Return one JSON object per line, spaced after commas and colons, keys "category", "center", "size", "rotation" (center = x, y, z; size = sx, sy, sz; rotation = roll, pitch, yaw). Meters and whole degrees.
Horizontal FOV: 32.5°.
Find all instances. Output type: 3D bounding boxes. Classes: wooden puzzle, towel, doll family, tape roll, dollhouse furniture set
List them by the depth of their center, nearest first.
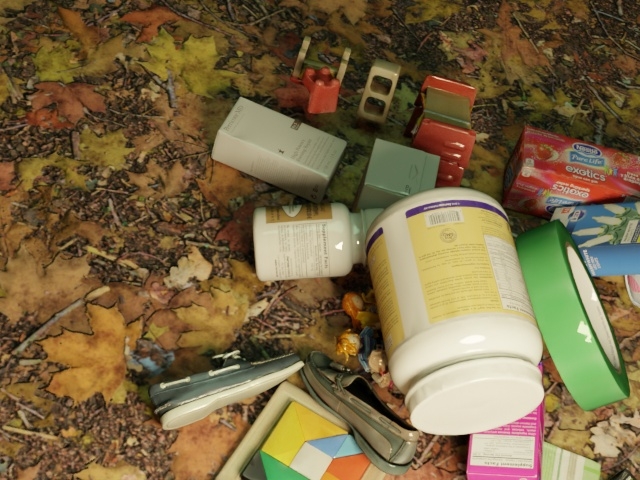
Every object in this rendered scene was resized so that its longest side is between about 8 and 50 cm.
{"category": "wooden puzzle", "center": [-0.018, 0.349, 1.713], "size": [0.221, 0.044, 0.238], "rotation": [29, 50, 10]}
{"category": "towel", "center": [0.383, 0.391, 1.808], "size": [0.152, 0.023, 0.113], "rotation": [22, 51, 0]}
{"category": "tape roll", "center": [0.427, 0.125, 1.857], "size": [0.077, 0.321, 0.321], "rotation": [-24, 50, 19]}
{"category": "doll family", "center": [0.105, 0.165, 1.860], "size": [0.163, 0.118, 0.263], "rotation": [21, 46, -21]}
{"category": "dollhouse furniture set", "center": [0.113, -0.241, 2.141], "size": [0.374, 0.152, 0.201], "rotation": [16, 37, -1]}

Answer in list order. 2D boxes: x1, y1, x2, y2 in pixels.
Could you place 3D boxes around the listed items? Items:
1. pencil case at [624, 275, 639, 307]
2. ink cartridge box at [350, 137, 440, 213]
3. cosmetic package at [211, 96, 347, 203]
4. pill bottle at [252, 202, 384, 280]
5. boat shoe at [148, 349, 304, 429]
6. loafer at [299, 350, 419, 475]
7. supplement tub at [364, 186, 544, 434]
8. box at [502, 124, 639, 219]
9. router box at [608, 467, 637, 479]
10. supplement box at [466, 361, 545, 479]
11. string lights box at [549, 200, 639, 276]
{"category": "pencil case", "center": [0.719, 0.060, 2.101], "size": [0.273, 0.124, 0.113], "rotation": [-8, 54, -20]}
{"category": "ink cartridge box", "center": [0.130, -0.074, 2.013], "size": [0.127, 0.176, 0.128], "rotation": [17, 49, -2]}
{"category": "cosmetic package", "center": [-0.078, -0.173, 2.100], "size": [0.231, 0.085, 0.117], "rotation": [23, 48, 3]}
{"category": "pill bottle", "center": [0.000, 0.000, 1.917], "size": [0.229, 0.131, 0.131], "rotation": [-4, 51, -1]}
{"category": "boat shoe", "center": [-0.149, 0.222, 1.753], "size": [0.254, 0.095, 0.079], "rotation": [-21, 70, -18]}
{"category": "loafer", "center": [0.068, 0.255, 1.755], "size": [0.096, 0.084, 0.267], "rotation": [0, 35, -43]}
{"category": "supplement tub", "center": [0.209, 0.110, 1.714], "size": [0.241, 0.241, 0.331], "rotation": [0, 57, -15]}
{"category": "box", "center": [0.502, -0.116, 2.182], "size": [0.257, 0.128, 0.122], "rotation": [14, 49, -3]}
{"category": "router box", "center": [0.483, 0.440, 1.767], "size": [0.122, 0.038, 0.092], "rotation": [-34, 79, -35]}
{"category": "supplement box", "center": [0.301, 0.311, 1.768], "size": [0.114, 0.111, 0.220], "rotation": [1, 48, 15]}
{"category": "string lights box", "center": [0.550, -0.002, 2.042], "size": [0.260, 0.076, 0.133], "rotation": [-4, 38, 36]}
